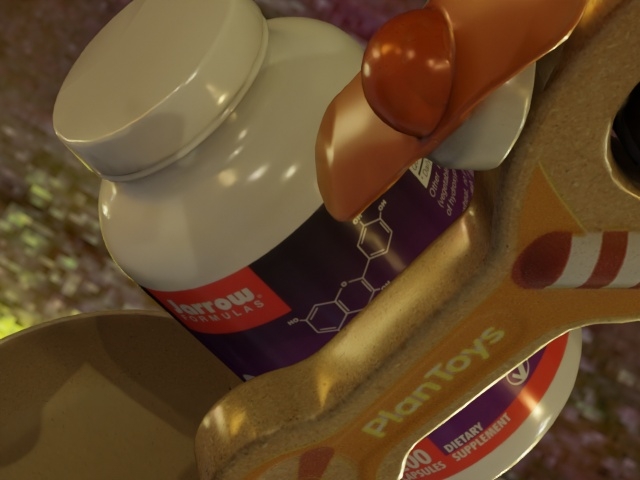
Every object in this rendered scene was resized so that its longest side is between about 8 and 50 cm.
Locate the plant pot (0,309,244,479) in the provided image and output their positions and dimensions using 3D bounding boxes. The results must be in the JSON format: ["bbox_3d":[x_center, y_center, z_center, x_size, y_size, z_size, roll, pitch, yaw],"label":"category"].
[{"bbox_3d":[-0.141,0.211,1.129,0.284,0.284,0.191,20,139,28],"label":"plant pot"}]

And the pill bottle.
[{"bbox_3d":[0.000,0.000,0.959,0.181,0.181,0.323,9,150,52],"label":"pill bottle"}]

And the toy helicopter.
[{"bbox_3d":[0.071,-0.001,0.600,0.235,0.355,0.140,24,-147,-41],"label":"toy helicopter"}]
